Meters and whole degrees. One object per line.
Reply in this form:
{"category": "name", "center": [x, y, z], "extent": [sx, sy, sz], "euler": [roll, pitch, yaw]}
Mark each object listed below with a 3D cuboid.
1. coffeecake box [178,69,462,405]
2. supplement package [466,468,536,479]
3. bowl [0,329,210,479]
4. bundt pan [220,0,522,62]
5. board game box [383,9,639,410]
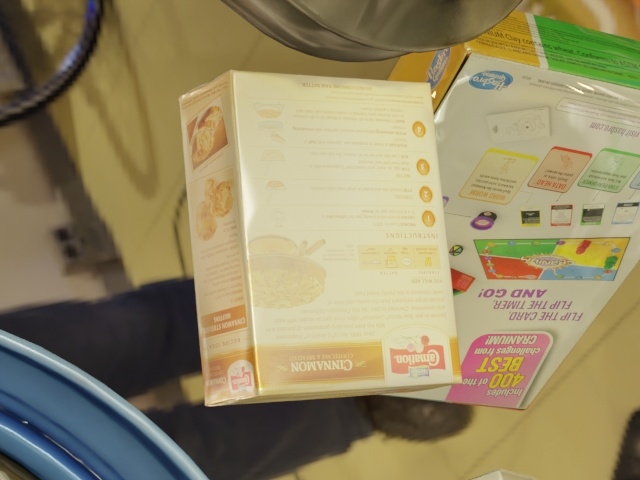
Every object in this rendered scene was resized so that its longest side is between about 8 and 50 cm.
{"category": "coffeecake box", "center": [0.000, 0.000, 0.940], "extent": [0.068, 0.142, 0.185], "euler": [-18, 74, 56]}
{"category": "supplement package", "center": [0.032, 0.260, 1.069], "extent": [0.262, 0.204, 0.145], "euler": [-18, 77, 11]}
{"category": "bowl", "center": [-0.188, 0.209, 0.518], "extent": [0.077, 0.391, 0.391], "euler": [154, 102, -68]}
{"category": "bundt pan", "center": [0.076, -0.183, 0.522], "extent": [0.124, 0.331, 0.331], "euler": [45, 146, -13]}
{"category": "board game box", "center": [0.118, -0.012, 1.135], "extent": [0.316, 0.242, 0.064], "euler": [-59, 36, 34]}
